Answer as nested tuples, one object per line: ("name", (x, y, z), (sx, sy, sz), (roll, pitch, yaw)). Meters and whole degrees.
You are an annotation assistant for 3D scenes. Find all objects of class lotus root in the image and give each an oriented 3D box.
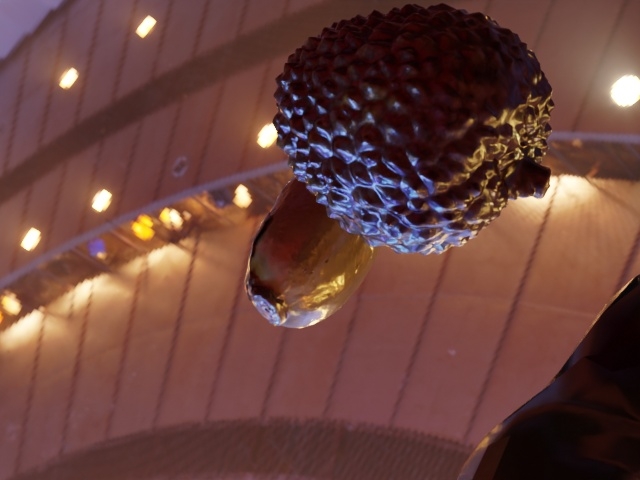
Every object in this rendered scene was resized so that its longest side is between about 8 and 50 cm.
("lotus root", (0.002, -0.002, 1.245), (0.303, 0.130, 0.146), (-59, 164, -54))

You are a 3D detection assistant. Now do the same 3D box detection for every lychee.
("lychee", (0.084, -0.104, 0.981), (0.271, 0.236, 0.236), (20, -106, 20))

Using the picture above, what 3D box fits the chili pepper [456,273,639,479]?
("chili pepper", (0.163, 0.138, 0.355), (0.233, 0.257, 0.248), (12, -138, 38))
